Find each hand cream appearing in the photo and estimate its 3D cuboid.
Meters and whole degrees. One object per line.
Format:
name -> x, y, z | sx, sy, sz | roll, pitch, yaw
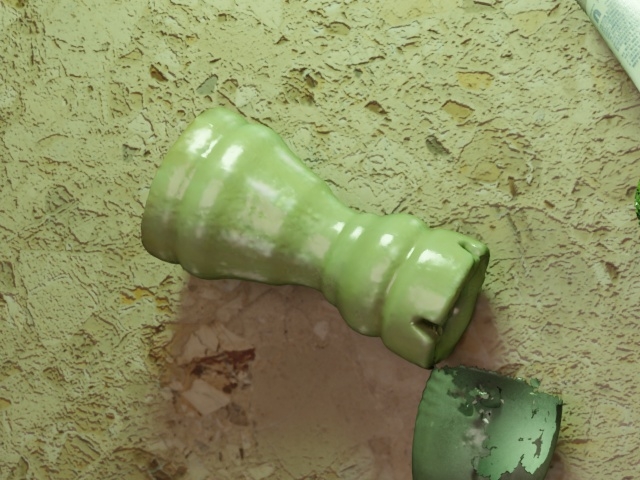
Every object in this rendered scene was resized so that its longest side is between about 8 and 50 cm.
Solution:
hand cream -> 0.420, -0.273, 1.844 | 0.133, 0.083, 0.248 | -44, 46, 16

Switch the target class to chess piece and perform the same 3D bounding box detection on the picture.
chess piece -> 0.000, 0.000, 1.960 | 0.442, 0.234, 0.234 | 24, 93, 17

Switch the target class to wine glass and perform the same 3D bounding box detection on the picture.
wine glass -> 0.191, 0.329, 1.868 | 0.190, 0.190, 0.357 | 17, 94, 21

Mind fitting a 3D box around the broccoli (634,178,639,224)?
broccoli -> 0.517, -0.073, 1.761 | 0.269, 0.241, 0.261 | -35, 89, -16
